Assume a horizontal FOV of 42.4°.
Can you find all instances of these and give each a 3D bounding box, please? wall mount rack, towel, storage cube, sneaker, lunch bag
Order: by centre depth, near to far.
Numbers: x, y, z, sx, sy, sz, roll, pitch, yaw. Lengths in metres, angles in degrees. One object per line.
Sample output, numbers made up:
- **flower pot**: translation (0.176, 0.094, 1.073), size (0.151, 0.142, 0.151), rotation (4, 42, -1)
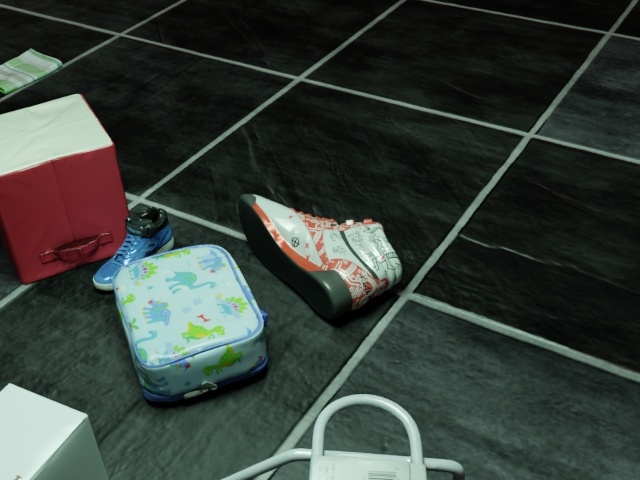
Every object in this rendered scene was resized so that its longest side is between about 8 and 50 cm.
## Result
- **wall mount rack**: translation (-0.009, 0.313, 0.784), size (0.304, 0.130, 0.350), rotation (3, 38, 2)
- **lunch bag**: translation (-0.170, 0.103, 1.086), size (0.176, 0.090, 0.219), rotation (-17, 40, -16)
- **sneaker**: translation (0.000, 0.001, 1.210), size (0.145, 0.090, 0.270), rotation (-24, 46, -27)
- **sneaker**: translation (-0.282, 0.005, 1.224), size (0.058, 0.084, 0.152), rotation (25, 46, 31)
- **storage cube**: translation (-0.410, -0.084, 1.261), size (0.184, 0.193, 0.215), rotation (-19, 42, -20)
- **towel**: translation (-0.651, -0.367, 1.781), size (0.113, 0.023, 0.152), rotation (22, 44, 30)

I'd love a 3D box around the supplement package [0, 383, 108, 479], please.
- **supplement package**: translation (-0.285, 0.252, 0.826), size (0.105, 0.179, 0.105), rotation (16, 42, 22)
